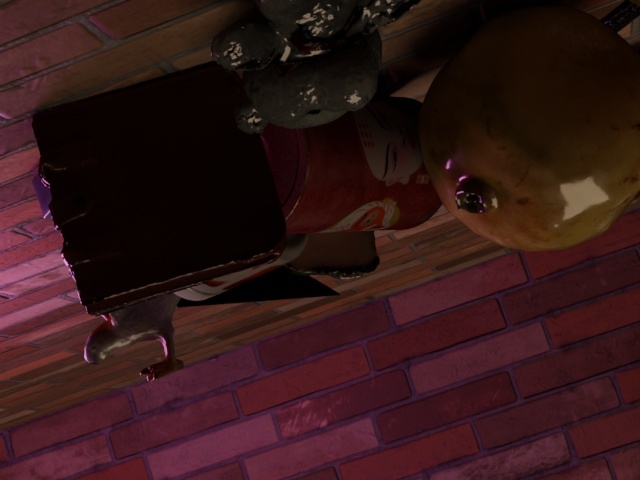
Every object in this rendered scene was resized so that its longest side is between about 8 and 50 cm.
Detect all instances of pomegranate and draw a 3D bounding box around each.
[{"bbox_3d":[0.293,-0.146,1.768,0.333,0.332,0.332,-17,168,-4],"label":"pomegranate"}]

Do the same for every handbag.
[{"bbox_3d":[-0.196,-0.063,1.617,0.276,0.260,0.084,-15,170,-8],"label":"handbag"}]

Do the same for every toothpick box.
[{"bbox_3d":[0.012,-0.110,1.834,0.204,0.204,0.333,-27,165,36],"label":"toothpick box"}]

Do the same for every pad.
[{"bbox_3d":[-0.177,0.060,2.342,0.368,0.007,0.248,-3,-156,-43],"label":"pad"}]

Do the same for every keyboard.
[{"bbox_3d":[0.448,-0.329,1.919,0.060,0.018,0.195,-14,168,-29],"label":"keyboard"}]

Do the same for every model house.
[{"bbox_3d":[0.000,0.000,2.417,0.183,0.166,0.172,-4,169,-10],"label":"model house"}]

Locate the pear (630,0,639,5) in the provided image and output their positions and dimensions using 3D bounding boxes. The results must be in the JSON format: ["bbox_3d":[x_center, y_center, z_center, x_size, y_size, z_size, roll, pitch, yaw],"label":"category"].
[{"bbox_3d":[0.402,-0.358,1.438,0.180,0.166,0.216,2,133,-28],"label":"pear"}]

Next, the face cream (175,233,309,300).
[{"bbox_3d":[-0.144,-0.032,1.952,0.187,0.201,0.201,-25,166,31],"label":"face cream"}]

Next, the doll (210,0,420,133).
[{"bbox_3d":[0.002,-0.221,1.437,0.246,0.158,0.340,-27,168,-18],"label":"doll"}]

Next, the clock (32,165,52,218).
[{"bbox_3d":[-0.279,-0.094,1.793,0.193,0.073,0.145,-10,165,-33],"label":"clock"}]

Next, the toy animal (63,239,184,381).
[{"bbox_3d":[-0.250,0.080,2.111,0.284,0.302,0.225,-10,163,-9],"label":"toy animal"}]

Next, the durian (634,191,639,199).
[{"bbox_3d":[0.564,-0.199,2.189,0.258,0.258,0.293,-19,178,4],"label":"durian"}]
